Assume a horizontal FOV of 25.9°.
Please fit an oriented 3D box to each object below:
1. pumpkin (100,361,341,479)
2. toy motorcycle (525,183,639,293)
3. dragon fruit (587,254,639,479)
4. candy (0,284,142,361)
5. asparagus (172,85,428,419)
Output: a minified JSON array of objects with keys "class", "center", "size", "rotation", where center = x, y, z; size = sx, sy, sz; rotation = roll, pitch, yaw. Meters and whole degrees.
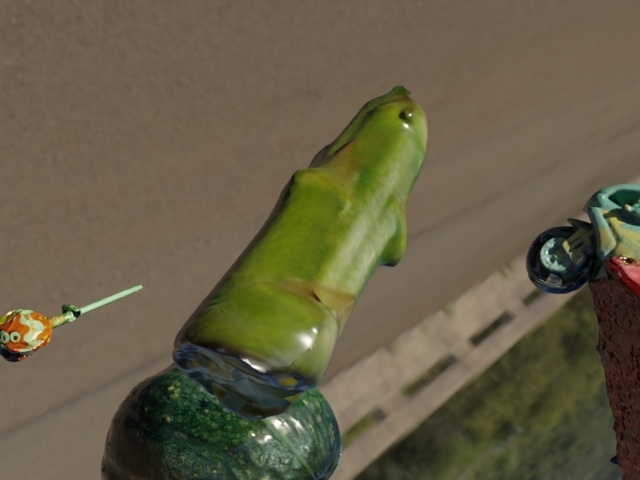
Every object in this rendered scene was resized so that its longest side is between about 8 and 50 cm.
[{"class":"pumpkin","center":[-0.130,0.273,1.592],"size":[0.197,0.263,0.292],"rotation":[-28,134,-47]},{"class":"toy motorcycle","center":[0.391,0.022,1.566],"size":[0.198,0.296,0.109],"rotation":[-56,148,-8]},{"class":"dragon fruit","center":[0.308,0.129,1.117],"size":[0.163,0.261,0.189],"rotation":[-9,-173,41]},{"class":"candy","center":[-0.234,0.069,1.318],"size":[0.185,0.056,0.049],"rotation":[-24,115,-49]},{"class":"asparagus","center":[0.002,0.000,0.807],"size":[0.082,0.085,0.343],"rotation":[-4,-155,20]}]
